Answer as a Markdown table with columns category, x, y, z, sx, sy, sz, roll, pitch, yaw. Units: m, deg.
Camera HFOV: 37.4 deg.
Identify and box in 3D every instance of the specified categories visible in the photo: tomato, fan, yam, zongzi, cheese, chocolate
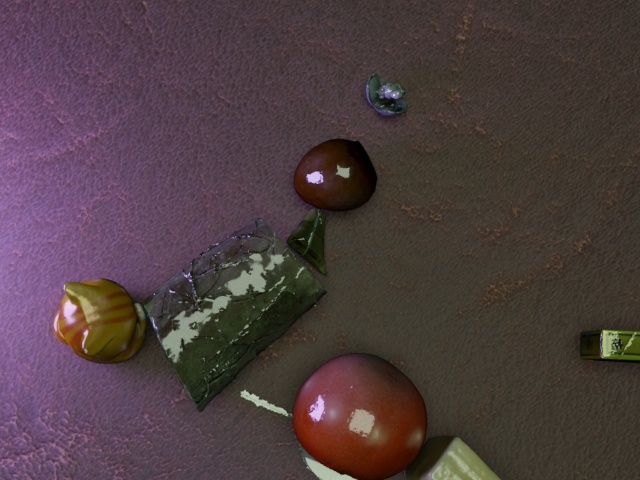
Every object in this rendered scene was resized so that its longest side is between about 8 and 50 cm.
| category | x | y | z | sx | sy | sz | roll | pitch | yaw |
| --- | --- | --- | --- | --- | --- | --- | --- | --- | --- |
| tomato | 0.077 | 0.337 | 1.804 | 0.256 | 0.256 | 0.224 | 34 | 107 | 3 |
| fan | -0.012 | 0.376 | 1.922 | 0.329 | 0.009 | 0.191 | 22 | 80 | 0 |
| yam | -0.173 | 0.132 | 1.847 | 0.348 | 0.241 | 0.241 | -40 | 85 | -8 |
| zongzi | 0.000 | 0.000 | 1.960 | 0.113 | 0.052 | 0.104 | 40 | 77 | -10 |
| cheese | 0.293 | 0.503 | 1.796 | 0.124 | 0.242 | 0.265 | -43 | 85 | -16 |
| chocolate | 0.027 | -0.125 | 1.920 | 0.177 | 0.177 | 0.177 | 0 | 82 | -1 |

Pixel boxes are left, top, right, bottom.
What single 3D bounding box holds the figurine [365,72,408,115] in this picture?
| category | x | y | z | sx | sy | sz | roll | pitch | yaw |
| --- | --- | --- | --- | --- | --- | --- | --- | --- | --- |
| figurine | 0.145 | -0.306 | 1.990 | 0.086 | 0.094 | 0.082 | 16 | 122 | 28 |

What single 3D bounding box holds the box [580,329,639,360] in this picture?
| category | x | y | z | sx | sy | sz | roll | pitch | yaw |
| --- | --- | --- | --- | --- | --- | --- | --- | --- | --- |
| box | 0.647 | 0.215 | 1.896 | 0.220 | 0.141 | 0.064 | 5 | 83 | -2 |

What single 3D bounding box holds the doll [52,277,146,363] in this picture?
| category | x | y | z | sx | sy | sz | roll | pitch | yaw |
| --- | --- | --- | --- | --- | --- | --- | --- | --- | --- |
| doll | -0.424 | 0.156 | 1.830 | 0.162 | 0.269 | 0.166 | -28 | 83 | -20 |
